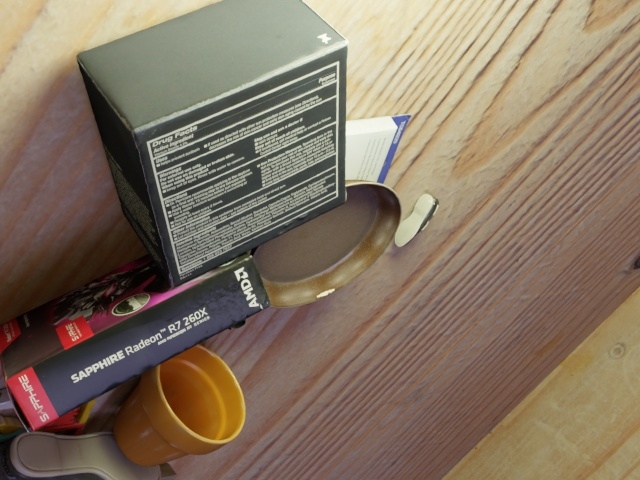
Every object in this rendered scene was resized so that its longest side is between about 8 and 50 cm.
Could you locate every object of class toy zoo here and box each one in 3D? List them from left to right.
[{"bbox_3d":[-0.505,0.331,1.398,0.192,0.030,0.293,0,130,-44],"label":"toy zoo"}]

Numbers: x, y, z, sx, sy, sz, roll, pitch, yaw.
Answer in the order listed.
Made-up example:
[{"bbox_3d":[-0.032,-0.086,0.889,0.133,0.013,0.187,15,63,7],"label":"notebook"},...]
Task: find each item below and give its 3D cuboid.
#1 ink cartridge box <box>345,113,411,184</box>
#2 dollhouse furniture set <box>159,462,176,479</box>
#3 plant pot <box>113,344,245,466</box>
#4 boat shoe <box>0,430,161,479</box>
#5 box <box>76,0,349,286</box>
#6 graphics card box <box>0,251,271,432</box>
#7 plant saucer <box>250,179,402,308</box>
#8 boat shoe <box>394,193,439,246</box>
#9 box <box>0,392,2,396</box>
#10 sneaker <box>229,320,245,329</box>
[{"bbox_3d":[0.053,-0.113,1.407,0.223,0.045,0.223,-14,138,-34],"label":"ink cartridge box"},{"bbox_3d":[-0.367,0.513,1.662,0.129,0.129,0.184,3,119,-46],"label":"dollhouse furniture set"},{"bbox_3d":[-0.276,0.320,1.478,0.188,0.205,0.205,-38,150,26],"label":"plant pot"},{"bbox_3d":[-0.438,0.408,1.442,0.095,0.112,0.335,-33,145,23],"label":"boat shoe"},{"bbox_3d":[-0.128,-0.143,1.074,0.296,0.183,0.294,-27,146,-20],"label":"box"},{"bbox_3d":[-0.282,0.114,1.177,0.370,0.232,0.094,-26,111,-18],"label":"graphics card box"},{"bbox_3d":[0.000,0.000,1.407,0.310,0.050,0.311,-25,148,-17],"label":"plant saucer"},{"bbox_3d":[0.198,-0.038,1.637,0.038,0.046,0.125,15,111,-45],"label":"boat shoe"},{"bbox_3d":[-0.577,0.267,0.930,0.279,0.290,0.177,29,113,-15],"label":"box"},{"bbox_3d":[-0.162,0.131,1.444,0.051,0.089,0.170,-42,146,3],"label":"sneaker"}]
